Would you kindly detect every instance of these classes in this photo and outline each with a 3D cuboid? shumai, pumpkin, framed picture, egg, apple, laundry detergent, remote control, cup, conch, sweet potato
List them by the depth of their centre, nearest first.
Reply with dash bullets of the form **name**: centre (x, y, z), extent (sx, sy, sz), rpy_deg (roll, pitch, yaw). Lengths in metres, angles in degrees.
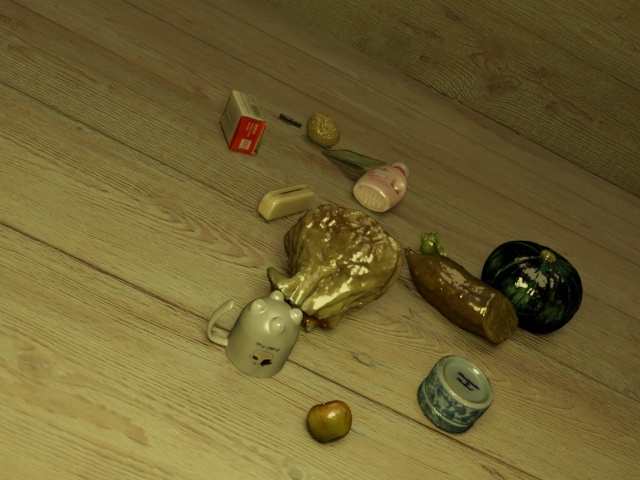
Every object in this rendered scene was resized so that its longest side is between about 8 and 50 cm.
- **apple**: centre (0.019, 0.348, 1.176), extent (0.089, 0.089, 0.075), rpy_deg (1, 60, -37)
- **cup**: centre (-0.128, 0.176, 1.257), extent (0.173, 0.142, 0.134), rpy_deg (32, 32, 7)
- **shumai**: centre (0.014, 0.072, 1.382), extent (0.313, 0.267, 0.262), rpy_deg (-4, 21, 29)
- **sweet potato**: centre (0.380, 0.145, 1.704), extent (0.369, 0.158, 0.157), rpy_deg (35, 31, 22)
- **pumpkin**: centre (0.644, 0.127, 1.842), extent (0.315, 0.239, 0.315), rpy_deg (17, 38, -14)
- **conch**: centre (0.360, 0.014, 1.928), extent (0.121, 0.074, 0.089), rpy_deg (44, 64, -15)
- **laundry detergent**: centre (0.231, -0.198, 2.117), extent (0.159, 0.088, 0.335), rpy_deg (34, 32, 10)
- **framed picture**: centre (0.120, -0.296, 2.177), extent (0.200, 0.010, 0.135), rpy_deg (24, 25, 37)
- **egg**: centre (0.010, -0.402, 2.207), extent (0.140, 0.118, 0.116), rpy_deg (35, 48, -20)
- **remote control**: centre (-0.111, -0.449, 2.275), extent (0.091, 0.016, 0.034), rpy_deg (25, 16, -7)

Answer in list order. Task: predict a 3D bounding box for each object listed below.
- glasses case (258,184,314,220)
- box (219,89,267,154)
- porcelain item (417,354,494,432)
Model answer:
- **glasses case**: centre (-0.096, -0.110, 1.743), extent (0.050, 0.083, 0.196), rpy_deg (41, 32, 22)
- **box**: centre (-0.247, -0.380, 1.964), extent (0.099, 0.133, 0.182), rpy_deg (8, 36, -29)
- **porcelain item**: centre (0.301, 0.348, 1.372), extent (0.147, 0.114, 0.147), rpy_deg (19, 35, -14)
